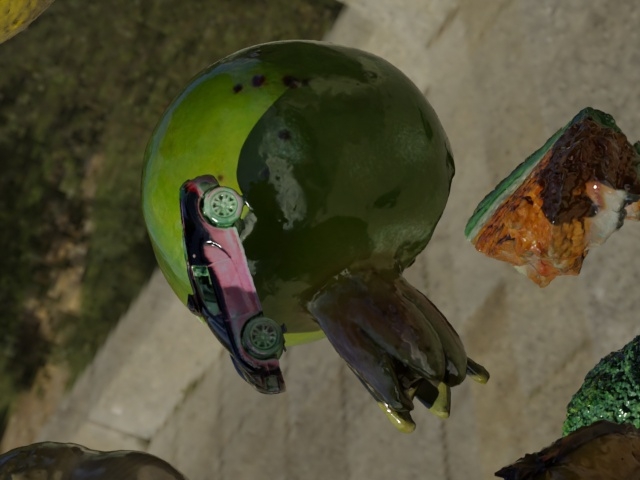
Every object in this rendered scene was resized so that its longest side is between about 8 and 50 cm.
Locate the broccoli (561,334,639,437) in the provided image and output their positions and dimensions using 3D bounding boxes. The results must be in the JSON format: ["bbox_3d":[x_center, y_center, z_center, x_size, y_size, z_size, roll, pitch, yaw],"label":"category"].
[{"bbox_3d":[0.348,0.188,1.365,0.242,0.261,0.269,86,-154,-52],"label":"broccoli"}]

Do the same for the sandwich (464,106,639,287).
[{"bbox_3d":[0.206,-0.016,1.320,0.185,0.109,0.160,-46,7,32],"label":"sandwich"}]

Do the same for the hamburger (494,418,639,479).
[{"bbox_3d":[0.125,0.258,0.930,0.174,0.304,0.284,38,147,36],"label":"hamburger"}]

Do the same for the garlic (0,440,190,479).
[{"bbox_3d":[-0.126,0.218,0.798,0.152,0.227,0.228,87,-174,-53],"label":"garlic"}]

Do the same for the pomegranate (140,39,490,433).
[{"bbox_3d":[0.000,0.000,1.094,0.236,0.236,0.302,-50,54,36],"label":"pomegranate"}]

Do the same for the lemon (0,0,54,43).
[{"bbox_3d":[-0.293,-0.252,1.121,0.267,0.267,0.267,-48,29,38],"label":"lemon"}]

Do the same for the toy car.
[{"bbox_3d":[-0.056,0.029,0.936,0.069,0.055,0.142,103,149,-78],"label":"toy car"}]
